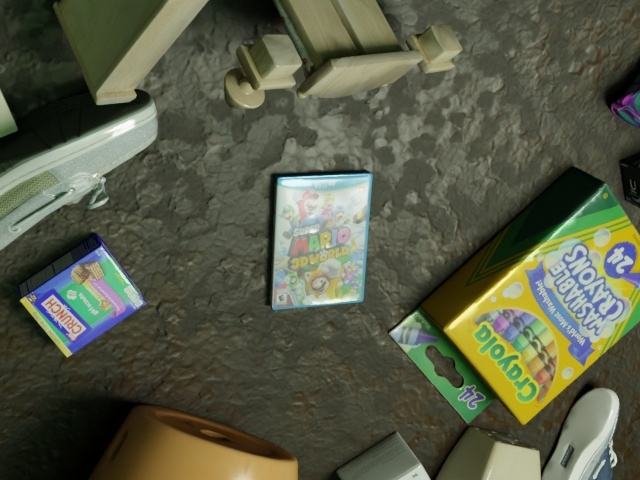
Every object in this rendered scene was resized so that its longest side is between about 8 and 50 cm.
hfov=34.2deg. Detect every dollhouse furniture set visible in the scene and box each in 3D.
[{"bbox_3d":[-0.077,-0.261,1.078,0.355,0.174,0.303,-14,73,-44],"label":"dollhouse furniture set"}]

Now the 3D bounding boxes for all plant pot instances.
[{"bbox_3d":[-0.149,0.313,1.178,0.291,0.291,0.203,20,86,-26],"label":"plant pot"},{"bbox_3d":[0.234,0.312,1.405,0.109,0.109,0.096,15,92,-25],"label":"plant pot"}]

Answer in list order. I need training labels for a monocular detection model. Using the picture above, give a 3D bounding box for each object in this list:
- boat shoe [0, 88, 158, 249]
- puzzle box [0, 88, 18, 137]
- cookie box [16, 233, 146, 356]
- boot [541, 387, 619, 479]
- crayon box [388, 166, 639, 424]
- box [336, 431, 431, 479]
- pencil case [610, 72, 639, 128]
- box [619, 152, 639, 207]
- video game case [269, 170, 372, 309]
[{"bbox_3d":[-0.301,-0.050,1.065,0.320,0.118,0.103,-31,124,-2],"label":"boat shoe"},{"bbox_3d":[-0.531,-0.152,0.971,0.409,0.052,0.272,-23,116,-10],"label":"puzzle box"},{"bbox_3d":[-0.265,0.061,1.156,0.107,0.040,0.092,-34,118,-4],"label":"cookie box"},{"bbox_3d":[0.387,0.293,1.477,0.086,0.069,0.190,12,113,-31],"label":"boot"},{"bbox_3d":[0.276,0.090,1.343,0.323,0.083,0.203,-42,118,-1],"label":"crayon box"},{"bbox_3d":[0.095,0.331,1.365,0.102,0.087,0.101,-32,117,-6],"label":"box"},{"bbox_3d":[0.429,-0.209,1.295,0.070,0.064,0.152,31,97,-41],"label":"pencil case"},{"bbox_3d":[0.433,-0.073,1.337,0.052,0.083,0.062,-22,115,-11],"label":"box"},{"bbox_3d":[0.000,0.000,1.245,0.119,0.015,0.166,-4,111,-19],"label":"video game case"}]
